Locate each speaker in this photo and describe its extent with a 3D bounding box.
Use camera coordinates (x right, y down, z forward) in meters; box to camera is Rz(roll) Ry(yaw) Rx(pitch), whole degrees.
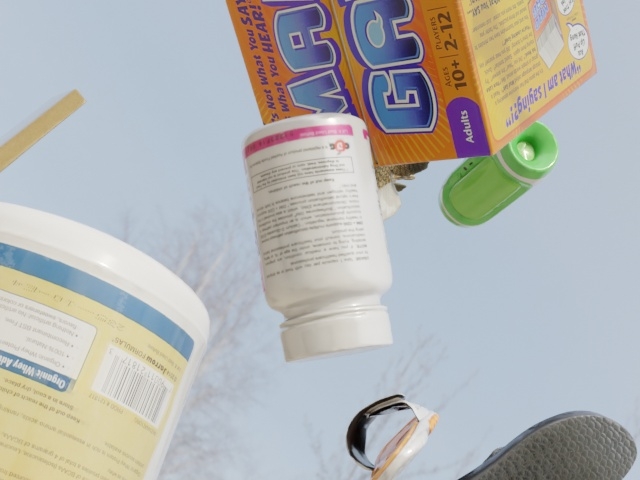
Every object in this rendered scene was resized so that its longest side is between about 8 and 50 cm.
[{"bbox_3d":[0.337,-0.125,2.153,0.131,0.131,0.296,38,-28,-4],"label":"speaker"}]

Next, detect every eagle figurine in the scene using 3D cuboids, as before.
[{"bbox_3d":[0.124,-0.214,2.222,0.225,0.226,0.298,37,-42,12],"label":"eagle figurine"}]

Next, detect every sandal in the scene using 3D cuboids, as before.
[{"bbox_3d":[0.073,0.213,1.242,0.076,0.102,0.265,42,0,8],"label":"sandal"},{"bbox_3d":[0.205,0.250,1.167,0.054,0.254,0.097,-110,175,-83],"label":"sandal"}]

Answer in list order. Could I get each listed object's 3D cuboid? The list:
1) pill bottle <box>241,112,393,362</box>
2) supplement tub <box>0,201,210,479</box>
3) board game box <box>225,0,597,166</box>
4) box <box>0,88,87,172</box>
[{"bbox_3d":[0.000,0.000,1.369,0.160,0.160,0.283,-22,-105,52],"label":"pill bottle"},{"bbox_3d":[-0.146,0.098,0.497,0.144,0.200,0.144,16,-23,7],"label":"supplement tub"},{"bbox_3d":[0.126,-0.329,1.564,0.356,0.356,0.356,-3,-68,38],"label":"board game box"},{"bbox_3d":[-0.307,-0.066,1.016,0.021,0.201,0.164,53,-14,-16],"label":"box"}]
